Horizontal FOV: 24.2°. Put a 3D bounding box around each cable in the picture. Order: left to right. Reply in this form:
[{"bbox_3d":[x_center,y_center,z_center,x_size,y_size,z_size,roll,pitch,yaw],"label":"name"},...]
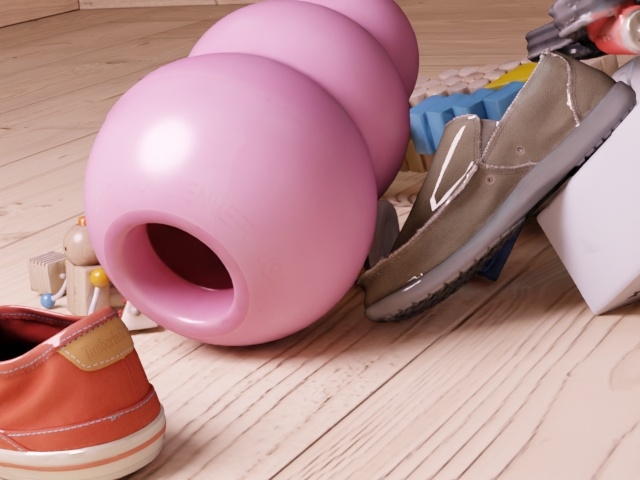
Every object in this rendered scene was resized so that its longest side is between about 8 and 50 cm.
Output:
[{"bbox_3d":[0.203,-0.143,1.089,0.139,0.072,0.287,-11,-2,-17],"label":"cable"}]

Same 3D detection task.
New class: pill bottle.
[{"bbox_3d":[0.000,0.000,1.183,0.116,0.065,0.065,-1,16,19],"label":"pill bottle"}]

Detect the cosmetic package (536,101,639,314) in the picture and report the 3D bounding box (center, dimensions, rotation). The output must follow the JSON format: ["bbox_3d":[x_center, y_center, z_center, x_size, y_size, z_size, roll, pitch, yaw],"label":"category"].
[{"bbox_3d":[0.376,-0.094,1.053,0.377,0.097,0.284,-15,-22,-32],"label":"cosmetic package"}]

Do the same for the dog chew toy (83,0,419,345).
[{"bbox_3d":[-0.028,-0.078,1.090,0.206,0.207,0.332,3,39,29],"label":"dog chew toy"}]

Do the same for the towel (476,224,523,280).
[{"bbox_3d":[0.136,-0.031,1.162,0.029,0.119,0.067,25,-3,-27],"label":"towel"}]

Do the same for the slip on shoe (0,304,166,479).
[{"bbox_3d":[-0.241,0.075,0.915,0.331,0.101,0.123,2,18,31],"label":"slip on shoe"}]

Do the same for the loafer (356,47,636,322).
[{"bbox_3d":[0.112,-0.041,1.068,0.251,0.087,0.094,-43,-9,-10],"label":"loafer"}]

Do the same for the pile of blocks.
[{"bbox_3d":[0.106,-0.085,1.400,0.362,0.113,0.149,-10,25,18],"label":"pile of blocks"}]

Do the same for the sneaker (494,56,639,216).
[{"bbox_3d":[0.216,-0.078,1.218,0.169,0.108,0.292,-15,-13,-21],"label":"sneaker"}]

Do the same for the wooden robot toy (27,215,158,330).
[{"bbox_3d":[-0.172,0.016,1.153,0.076,0.079,0.173,-13,18,-28],"label":"wooden robot toy"}]
